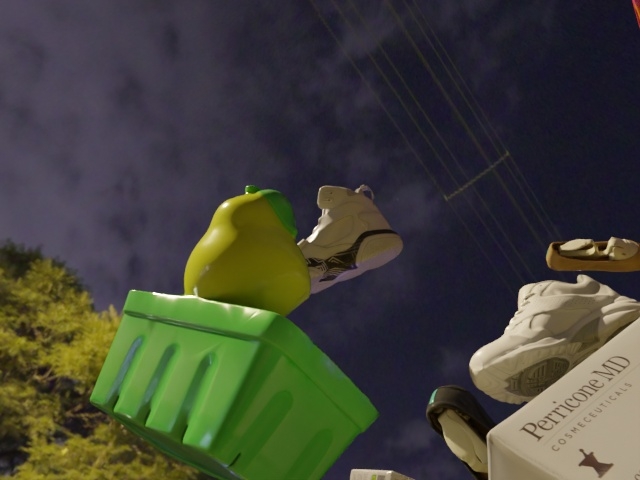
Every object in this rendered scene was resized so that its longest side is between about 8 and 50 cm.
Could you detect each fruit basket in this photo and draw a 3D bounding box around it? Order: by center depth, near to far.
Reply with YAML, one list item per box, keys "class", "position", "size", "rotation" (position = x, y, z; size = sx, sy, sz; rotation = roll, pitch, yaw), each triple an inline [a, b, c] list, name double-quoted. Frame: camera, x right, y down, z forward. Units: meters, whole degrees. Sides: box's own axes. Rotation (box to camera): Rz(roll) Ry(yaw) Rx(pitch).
- class: "fruit basket"
  position: [-0.106, 0.128, 0.831]
  size: [0.391, 0.392, 0.283]
  rotation: [-24, -53, 20]

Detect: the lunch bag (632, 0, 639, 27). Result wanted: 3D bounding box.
- class: "lunch bag"
  position: [0.596, -0.347, 0.928]
  size: [0.120, 0.258, 0.293]
  rotation: [2, -50, 58]

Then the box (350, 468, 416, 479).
- class: "box"
  position: [0.142, 0.419, 0.853]
  size: [0.203, 0.114, 0.103]
  rotation: [27, -30, -22]

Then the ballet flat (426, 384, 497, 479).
- class: "ballet flat"
  position: [0.249, 0.332, 0.838]
  size: [0.280, 0.096, 0.095]
  rotation: [45, -67, 24]

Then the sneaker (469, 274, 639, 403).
- class: "sneaker"
  position: [0.253, 0.105, 0.678]
  size: [0.232, 0.115, 0.091]
  rotation: [-15, -51, -23]

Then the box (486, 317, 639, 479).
- class: "box"
  position: [0.198, 0.162, 0.332]
  size: [0.180, 0.119, 0.182]
  rotation: [-23, -63, -30]

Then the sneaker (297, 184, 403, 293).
- class: "sneaker"
  position: [0.000, 0.000, 1.444]
  size: [0.365, 0.210, 0.137]
  rotation: [-20, -23, -2]

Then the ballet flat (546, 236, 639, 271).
- class: "ballet flat"
  position: [0.626, 0.029, 1.308]
  size: [0.232, 0.080, 0.073]
  rotation: [-6, -47, 20]
